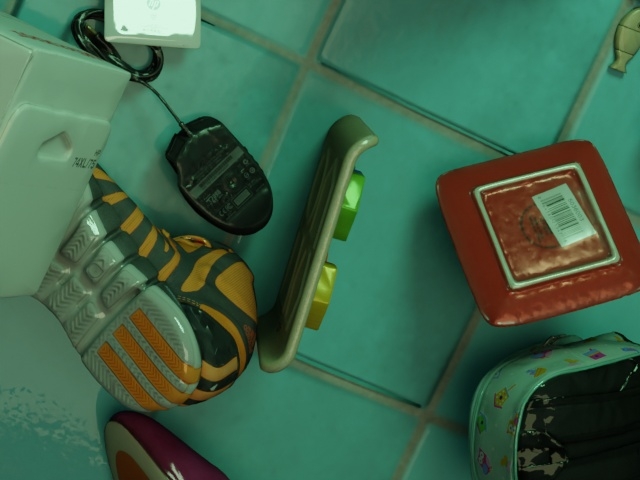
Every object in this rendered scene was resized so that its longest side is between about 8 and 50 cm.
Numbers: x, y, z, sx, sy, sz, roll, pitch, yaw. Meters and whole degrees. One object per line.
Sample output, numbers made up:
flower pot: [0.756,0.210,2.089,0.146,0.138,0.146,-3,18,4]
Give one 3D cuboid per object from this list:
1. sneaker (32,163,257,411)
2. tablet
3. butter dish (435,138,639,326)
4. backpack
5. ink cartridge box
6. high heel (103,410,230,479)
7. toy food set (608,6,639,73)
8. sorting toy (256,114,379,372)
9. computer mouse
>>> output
sneaker: [-0.175,0.005,1.421,0.125,0.180,0.321,-40,77,22]
tablet: [-0.141,-0.190,1.425,0.083,0.006,0.054,2,82,-21]
butter dish: [0.192,0.011,1.519,0.160,0.118,0.160,-15,64,-10]
backpack: [0.220,0.171,1.535,0.188,0.144,0.165,-12,109,-36]
ink cartridge box: [-0.321,-0.098,1.255,0.270,0.198,0.197,26,96,12]
high heel: [-0.036,0.267,1.542,0.181,0.127,0.377,-44,107,-32]
toy food set: [0.314,-0.208,1.543,0.078,0.019,0.122,9,100,-16]
sorting toy: [0.000,0.000,1.419,0.038,0.193,0.208,21,98,-7]
computer mouse: [-0.128,-0.101,1.450,0.071,0.041,0.242,-42,102,-17]
